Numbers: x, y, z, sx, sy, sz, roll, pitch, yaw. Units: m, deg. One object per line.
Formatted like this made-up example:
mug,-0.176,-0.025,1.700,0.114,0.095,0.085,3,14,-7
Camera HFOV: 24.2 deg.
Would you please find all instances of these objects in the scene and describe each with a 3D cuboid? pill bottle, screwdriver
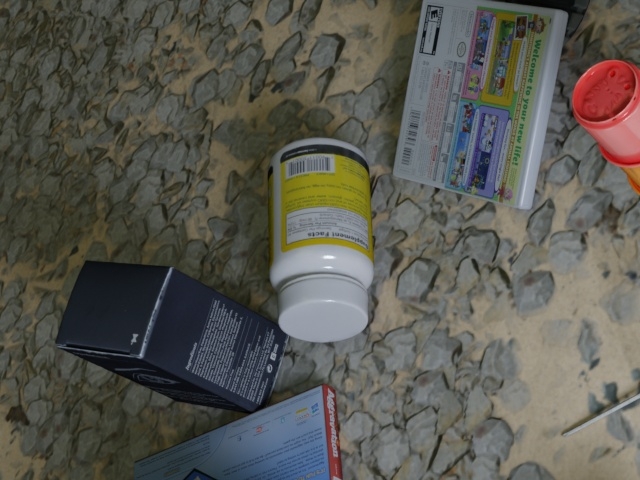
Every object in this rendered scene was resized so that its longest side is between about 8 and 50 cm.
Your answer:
pill bottle,0.000,0.000,1.671,0.119,0.119,0.208,-22,54,31
screwdriver,0.296,0.149,1.402,0.170,0.024,0.025,-35,20,23

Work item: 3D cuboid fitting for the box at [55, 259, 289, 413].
box,-0.165,0.110,1.687,0.153,0.207,0.108,4,69,42

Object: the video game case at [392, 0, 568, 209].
video game case,0.170,-0.155,1.627,0.193,0.023,0.212,18,101,45

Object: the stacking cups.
stacking cups,0.311,-0.050,1.291,0.096,0.316,0.096,-20,57,33

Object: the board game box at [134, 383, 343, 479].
board game box,-0.096,0.273,1.665,0.281,0.027,0.145,-25,51,28

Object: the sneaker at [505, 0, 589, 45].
sneaker,0.240,-0.321,1.684,0.106,0.101,0.267,143,133,-63
